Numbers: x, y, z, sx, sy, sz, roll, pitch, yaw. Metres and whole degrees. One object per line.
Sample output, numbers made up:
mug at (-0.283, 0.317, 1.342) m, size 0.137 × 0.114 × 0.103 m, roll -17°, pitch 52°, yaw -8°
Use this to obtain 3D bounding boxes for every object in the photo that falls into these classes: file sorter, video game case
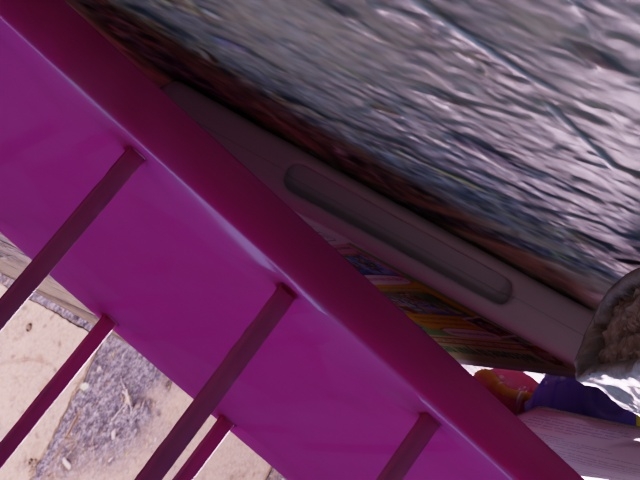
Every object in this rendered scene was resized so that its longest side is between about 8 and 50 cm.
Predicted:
file sorter at (-0.088, 0.078, 0.651) m, size 0.291 × 0.182 × 0.202 m, roll 42°, pitch 160°, yaw -16°
video game case at (0.000, 0.000, 0.740) m, size 0.193 × 0.023 × 0.212 m, roll 29°, pitch 171°, yaw -13°

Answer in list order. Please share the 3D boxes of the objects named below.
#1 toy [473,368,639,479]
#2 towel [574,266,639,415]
toy at (0.094, 0.088, 0.803) m, size 0.137 × 0.056 × 0.237 m, roll 13°, pitch 157°, yaw -21°
towel at (0.174, 0.056, 0.440) m, size 0.187 × 0.049 × 0.282 m, roll 28°, pitch 172°, yaw -1°
